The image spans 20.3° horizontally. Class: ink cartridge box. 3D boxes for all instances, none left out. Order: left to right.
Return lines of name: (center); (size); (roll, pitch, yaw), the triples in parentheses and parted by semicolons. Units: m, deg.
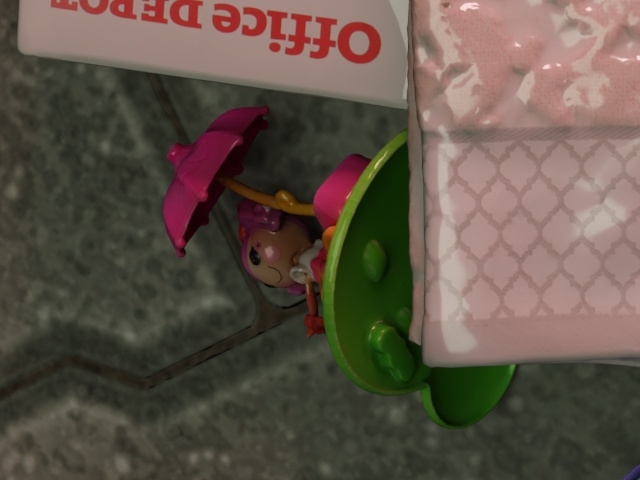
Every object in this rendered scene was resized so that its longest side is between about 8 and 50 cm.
ink cartridge box: (-0.012, -0.212, 0.795); (0.211, 0.121, 0.289); (10, 104, 23)

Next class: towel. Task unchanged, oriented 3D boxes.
towel: (0.196, -0.101, 0.688); (0.332, 0.053, 0.316); (1, 101, 2)

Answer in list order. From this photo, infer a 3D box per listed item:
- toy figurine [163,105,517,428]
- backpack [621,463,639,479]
toy figurine: (0.000, 0.000, 0.847); (0.159, 0.130, 0.173); (21, 152, 40)
backpack: (0.264, 0.175, 0.646); (0.355, 0.290, 0.273); (-21, 98, 53)
